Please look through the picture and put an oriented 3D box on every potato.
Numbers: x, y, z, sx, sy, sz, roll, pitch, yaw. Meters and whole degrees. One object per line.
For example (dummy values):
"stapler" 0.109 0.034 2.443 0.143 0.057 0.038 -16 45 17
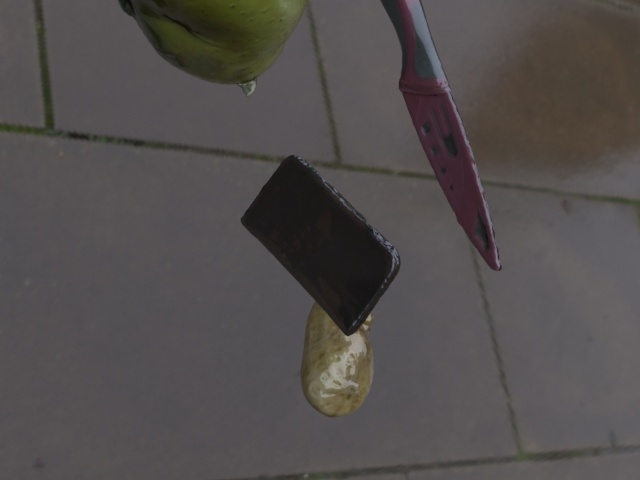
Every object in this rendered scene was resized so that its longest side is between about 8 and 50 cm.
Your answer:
"potato" -0.091 -0.216 0.835 0.143 0.248 0.169 -45 76 -4

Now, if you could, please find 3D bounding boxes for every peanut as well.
"peanut" 0.036 0.179 1.897 0.122 0.137 0.253 28 48 -30

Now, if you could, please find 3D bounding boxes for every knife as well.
"knife" 0.055 -0.097 0.626 0.018 0.035 0.247 -21 93 -42

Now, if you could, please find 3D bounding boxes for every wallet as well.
"wallet" 0.000 0.000 1.821 0.309 0.165 0.042 46 17 32
